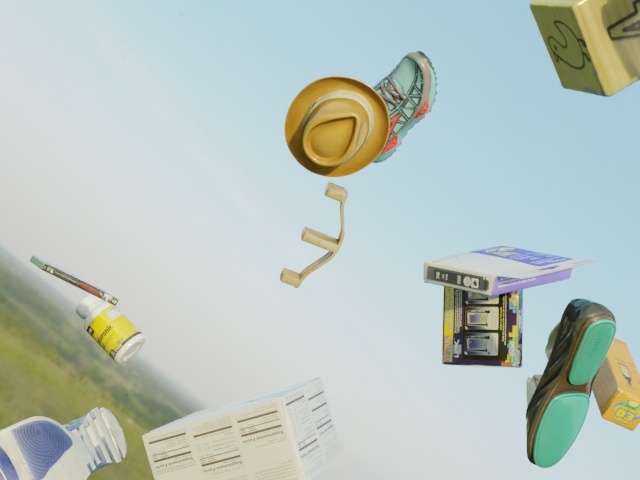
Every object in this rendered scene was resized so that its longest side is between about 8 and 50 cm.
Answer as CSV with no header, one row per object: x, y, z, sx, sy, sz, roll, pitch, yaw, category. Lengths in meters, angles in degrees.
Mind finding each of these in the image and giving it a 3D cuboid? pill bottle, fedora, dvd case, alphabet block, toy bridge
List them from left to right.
-0.353,0.057,1.370,0.119,0.013,0.087,30,-7,-28,dvd case
-0.351,0.143,1.592,0.116,0.065,0.065,44,-11,12,pill bottle
0.000,0.000,1.505,0.063,0.188,0.026,21,25,-15,toy bridge
0.025,-0.189,1.666,0.194,0.194,0.079,41,23,-11,fedora
0.558,-0.418,1.870,0.197,0.193,0.192,61,-7,-19,alphabet block

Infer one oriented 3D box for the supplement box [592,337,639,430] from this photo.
0.583,0.274,1.903,0.078,0.080,0.233,24,22,-6,supplement box

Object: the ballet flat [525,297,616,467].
0.375,0.213,1.474,0.095,0.280,0.096,9,22,-24,ballet flat

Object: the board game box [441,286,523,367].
0.297,0.146,1.754,0.141,0.170,0.048,-1,-9,26,board game box

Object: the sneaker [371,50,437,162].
0.121,-0.241,1.806,0.125,0.262,0.104,-9,51,-43,sneaker

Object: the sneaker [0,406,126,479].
-0.463,0.374,1.570,0.127,0.182,0.315,63,11,11,sneaker

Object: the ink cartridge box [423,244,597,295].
0.316,0.052,1.596,0.206,0.045,0.208,-9,12,-38,ink cartridge box

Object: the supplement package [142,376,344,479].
-0.125,0.346,1.619,0.204,0.261,0.145,-3,76,-71,supplement package
